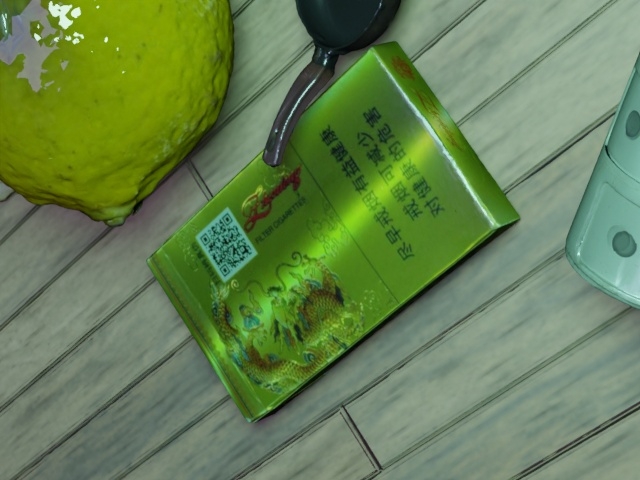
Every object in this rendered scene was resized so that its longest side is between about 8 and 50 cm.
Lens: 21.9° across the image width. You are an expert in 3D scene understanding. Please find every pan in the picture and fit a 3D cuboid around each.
[{"bbox_3d":[0.008,-0.152,1.253,0.115,0.040,0.212,29,102,50],"label":"pan"}]

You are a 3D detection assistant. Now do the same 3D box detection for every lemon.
[{"bbox_3d":[-0.188,-0.164,1.290,0.253,0.253,0.310,-19,86,37],"label":"lemon"}]

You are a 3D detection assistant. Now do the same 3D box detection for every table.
[{"bbox_3d":[0.254,-0.068,1.081,0.126,0.126,0.220,31,118,25],"label":"table"}]

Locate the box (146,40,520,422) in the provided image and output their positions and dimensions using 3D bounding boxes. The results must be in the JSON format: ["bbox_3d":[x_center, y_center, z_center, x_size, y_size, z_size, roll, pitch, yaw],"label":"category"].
[{"bbox_3d":[0.000,0.000,1.333,0.311,0.043,0.173,-42,77,35],"label":"box"}]

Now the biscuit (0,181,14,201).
[{"bbox_3d":[-0.318,-0.133,1.525,0.309,0.040,0.204,-23,89,37],"label":"biscuit"}]
